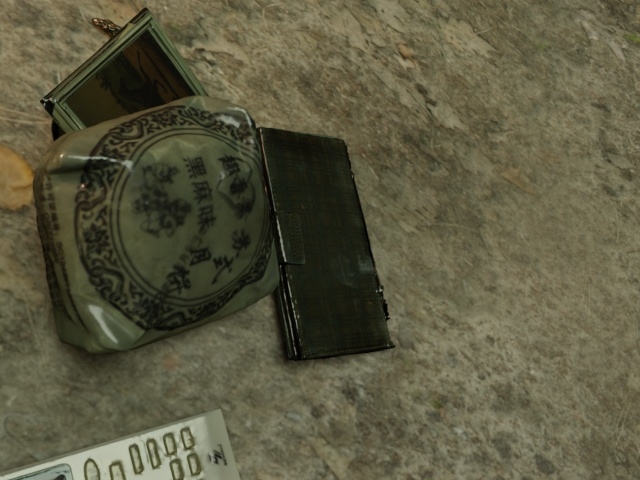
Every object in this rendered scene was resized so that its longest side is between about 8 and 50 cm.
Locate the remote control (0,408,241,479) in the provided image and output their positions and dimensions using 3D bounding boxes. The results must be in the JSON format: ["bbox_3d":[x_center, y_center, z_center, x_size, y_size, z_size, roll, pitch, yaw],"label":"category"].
[{"bbox_3d":[-0.218,0.256,0.689,0.277,0.055,0.103,-9,73,-33],"label":"remote control"}]

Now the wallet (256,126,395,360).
[{"bbox_3d":[0.000,0.000,0.929,0.169,0.044,0.317,-1,71,-38],"label":"wallet"}]

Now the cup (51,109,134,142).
[{"bbox_3d":[-0.268,-0.135,0.815,0.077,0.078,0.100,-34,106,-40],"label":"cup"}]

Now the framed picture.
[{"bbox_3d":[-0.187,-0.125,0.836,0.252,0.014,0.197,55,50,-30],"label":"framed picture"}]

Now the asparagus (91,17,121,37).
[{"bbox_3d":[-0.208,-0.225,0.926,0.233,0.023,0.022,39,11,-10],"label":"asparagus"}]

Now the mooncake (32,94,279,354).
[{"bbox_3d":[-0.169,-0.017,0.742,0.250,0.136,0.254,-21,108,-39],"label":"mooncake"}]
